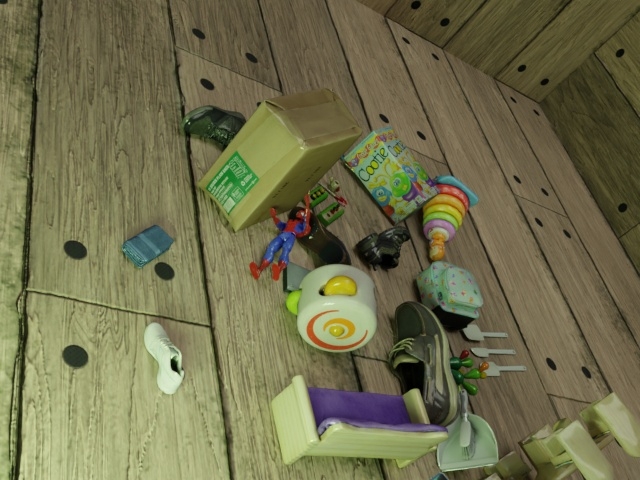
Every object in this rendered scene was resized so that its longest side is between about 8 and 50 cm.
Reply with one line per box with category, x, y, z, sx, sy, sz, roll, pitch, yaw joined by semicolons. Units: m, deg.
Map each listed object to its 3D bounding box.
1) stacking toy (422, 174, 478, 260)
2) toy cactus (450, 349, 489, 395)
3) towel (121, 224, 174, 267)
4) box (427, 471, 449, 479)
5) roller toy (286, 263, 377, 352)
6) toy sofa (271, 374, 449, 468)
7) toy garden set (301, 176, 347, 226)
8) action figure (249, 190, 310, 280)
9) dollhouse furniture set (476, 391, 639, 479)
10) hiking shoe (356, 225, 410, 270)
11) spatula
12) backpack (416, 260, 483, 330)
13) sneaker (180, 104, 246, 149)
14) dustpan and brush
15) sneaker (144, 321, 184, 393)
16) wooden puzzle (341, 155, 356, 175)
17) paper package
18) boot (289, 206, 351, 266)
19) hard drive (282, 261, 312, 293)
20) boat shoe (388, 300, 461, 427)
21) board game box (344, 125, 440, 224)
stacking toy;0.394;-0.051;2.396;0.165;0.175;0.302;35;49;-19
toy cactus;0.349;0.349;1.955;0.180;0.112;0.219;38;43;8
towel;-0.378;0.012;1.597;0.067;0.029;0.119;46;35;1
box;0.106;0.627;1.218;0.212;0.293;0.395;50;34;7
roller toy;0.041;0.165;1.725;0.191;0.209;0.146;36;34;-28
toy sofa;0.092;0.381;1.569;0.362;0.177;0.150;14;45;-36
toy garden set;-0.009;-0.176;2.164;0.244;0.049;0.204;47;34;3
action figure;-0.092;-0.030;1.839;0.091;0.139;0.280;5;30;17
dollhouse furniture set;0.532;0.590;1.672;0.394;0.362;0.257;-25;72;-27
hiking shoe;0.197;0.029;2.154;0.226;0.086;0.114;-16;80;-47
spatula;0.531;0.333;2.222;0.242;0.019;0.168;7;48;-42
backpack;0.374;0.149;2.144;0.165;0.144;0.188;12;42;-31
sneaker;-0.266;-0.293;1.985;0.227;0.087;0.130;0;47;-53
dustpan and brush;0.357;0.457;1.799;0.211;0.147;0.060;-73;143;-57
sneaker;-0.299;0.220;1.432;0.053;0.061;0.152;1;51;-43
wooden puzzle;0.111;-0.238;2.391;0.116;0.014;0.078;47;30;2
paper package;-0.100;-0.212;1.860;0.168;0.325;0.309;51;34;9
boot;0.000;0.000;1.993;0.219;0.082;0.106;50;6;26
hard drive;-0.034;0.113;1.857;0.135;0.022;0.094;25;38;-27
boat shoe;0.250;0.299;1.862;0.130;0.132;0.356;18;41;-35
board game box;0.232;-0.211;2.355;0.275;0.142;0.144;53;32;6
